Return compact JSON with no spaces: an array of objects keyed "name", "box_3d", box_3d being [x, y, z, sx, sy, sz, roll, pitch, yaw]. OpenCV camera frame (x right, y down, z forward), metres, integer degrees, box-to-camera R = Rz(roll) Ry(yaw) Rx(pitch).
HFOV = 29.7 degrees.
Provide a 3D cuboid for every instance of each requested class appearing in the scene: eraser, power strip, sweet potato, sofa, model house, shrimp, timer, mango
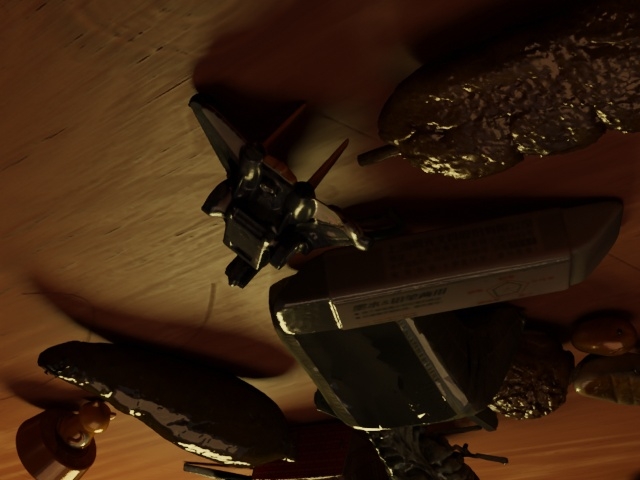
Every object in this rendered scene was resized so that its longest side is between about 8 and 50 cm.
[{"name":"eraser","box_3d":[0.127,0.030,1.193,0.352,0.061,0.089,-10,153,4]},{"name":"power strip","box_3d":[0.234,0.255,1.761,0.017,0.027,0.083,-16,145,33]},{"name":"sweet potato","box_3d":[-0.208,0.218,1.675,0.423,0.130,0.130,28,147,-28]},{"name":"sofa","box_3d":[0.089,0.089,1.385,0.210,0.176,0.225,-18,118,39]},{"name":"model house","box_3d":[0.020,0.360,1.945,0.294,0.154,0.207,-12,-174,38]},{"name":"shrimp","box_3d":[0.163,0.342,1.753,0.166,0.221,0.410,16,148,53]},{"name":"timer","box_3d":[-0.390,0.306,1.932,0.152,0.132,0.132,-38,135,23]},{"name":"mango","box_3d":[0.332,0.115,1.424,0.060,0.046,0.089,18,158,-28]}]

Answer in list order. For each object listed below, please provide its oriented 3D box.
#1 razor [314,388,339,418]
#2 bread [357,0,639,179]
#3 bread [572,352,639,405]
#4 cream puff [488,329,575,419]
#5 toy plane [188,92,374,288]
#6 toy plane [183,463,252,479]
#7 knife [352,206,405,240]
[{"name":"razor","box_3d":[0.062,0.220,1.720,0.135,0.040,0.068,-22,144,37]},{"name":"bread","box_3d":[0.159,-0.117,0.930,0.344,0.084,0.124,-17,124,41]},{"name":"bread","box_3d":[0.382,0.167,1.497,0.214,0.053,0.073,15,132,-43]},{"name":"cream puff","box_3d":[0.246,0.167,1.477,0.126,0.103,0.144,-2,159,22]},{"name":"toy plane","box_3d":[-0.056,-0.014,1.162,0.204,0.103,0.316,40,154,6]},{"name":"toy plane","box_3d":[-0.071,0.466,2.156,0.382,0.155,0.106,-1,112,8]},{"name":"knife","box_3d":[0.000,-0.001,1.286,0.212,0.015,0.054,-13,149,33]}]
